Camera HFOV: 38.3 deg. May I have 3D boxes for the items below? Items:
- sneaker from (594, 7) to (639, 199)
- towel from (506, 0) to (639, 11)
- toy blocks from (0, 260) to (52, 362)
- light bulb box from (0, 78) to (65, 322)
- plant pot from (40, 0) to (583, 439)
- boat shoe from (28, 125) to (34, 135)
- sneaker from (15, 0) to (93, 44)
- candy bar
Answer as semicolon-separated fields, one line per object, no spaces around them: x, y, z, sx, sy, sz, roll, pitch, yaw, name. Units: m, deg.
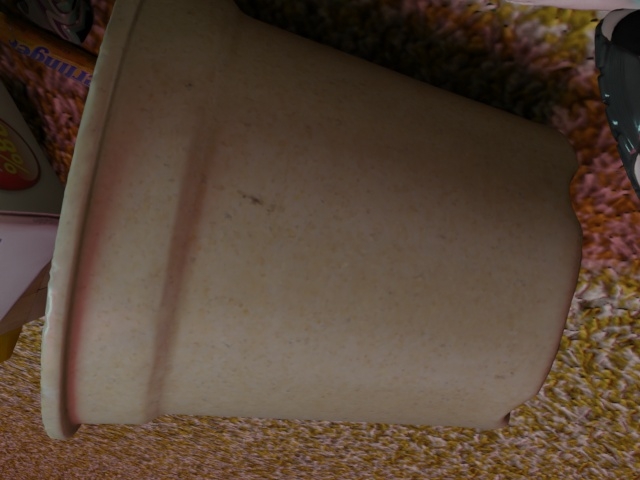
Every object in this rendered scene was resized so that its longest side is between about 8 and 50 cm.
0.243;-0.079;0.468;0.124;0.107;0.283;-18;170;40;sneaker
0.122;-0.197;0.369;0.331;0.053;0.317;7;159;1;towel
-0.450;0.006;0.948;0.261;0.381;0.191;33;113;13;toy blocks
-0.406;-0.028;0.607;0.361;0.358;0.225;-46;153;22;light bulb box
0.000;0.000;0.651;0.305;0.334;0.334;12;151;-6;plant pot
-0.428;-0.132;0.885;0.324;0.123;0.120;13;146;-3;boat shoe
-0.215;-0.194;0.707;0.069;0.038;0.098;20;150;0;sneaker
-0.210;-0.151;0.798;0.161;0.018;0.040;28;150;-11;candy bar
